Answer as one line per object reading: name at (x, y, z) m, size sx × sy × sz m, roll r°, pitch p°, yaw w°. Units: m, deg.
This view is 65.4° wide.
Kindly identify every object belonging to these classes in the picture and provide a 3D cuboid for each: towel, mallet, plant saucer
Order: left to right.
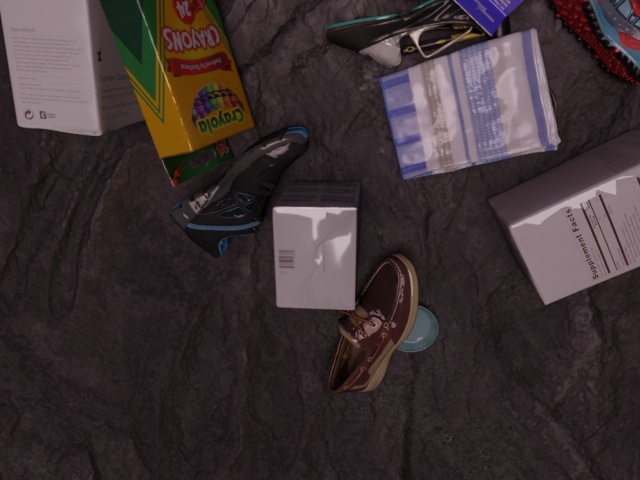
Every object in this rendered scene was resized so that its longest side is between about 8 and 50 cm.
plant saucer at (0.199, 0.191, 1.104) m, size 0.119 × 0.021 × 0.119 m, roll 2°, pitch 110°, yaw 6°
mallet at (0.244, -0.353, 0.896) m, size 0.190 × 0.039 × 0.062 m, roll -16°, pitch 104°, yaw 15°
towel at (0.258, -0.233, 0.890) m, size 0.285 × 0.034 × 0.209 m, roll -10°, pitch 99°, yaw 24°

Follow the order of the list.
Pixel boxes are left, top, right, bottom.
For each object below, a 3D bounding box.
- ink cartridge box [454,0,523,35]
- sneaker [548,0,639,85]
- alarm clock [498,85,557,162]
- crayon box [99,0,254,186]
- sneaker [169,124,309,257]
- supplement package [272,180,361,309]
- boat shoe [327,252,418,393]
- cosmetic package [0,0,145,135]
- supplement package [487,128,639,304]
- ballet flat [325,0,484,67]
ink cartridge box at (0.254, -0.464, 0.787) m, size 0.206 × 0.045 × 0.208 m, roll 38°, pitch 71°, yaw -9°
sneaker at (0.489, -0.391, 0.836) m, size 0.262 × 0.104 × 0.125 m, roll 41°, pitch 96°, yaw -17°
alarm clock at (0.350, -0.250, 0.903) m, size 0.129 × 0.064 × 0.192 m, roll -16°, pitch 102°, yaw 20°
crayon box at (-0.228, -0.277, 0.877) m, size 0.081 × 0.202 × 0.318 m, roll -6°, pitch 112°, yaw 29°
sneaker at (-0.138, -0.096, 0.985) m, size 0.341 × 0.125 × 0.139 m, roll -33°, pitch 102°, yaw 26°
supplement package at (0.000, 0.000, 0.958) m, size 0.149 × 0.203 × 0.194 m, roll 2°, pitch 110°, yaw 5°
boat shoe at (0.096, 0.184, 1.040) m, size 0.123 × 0.123 × 0.342 m, roll -1°, pitch 123°, yaw -36°
cosmetic package at (-0.411, -0.394, 0.851) m, size 0.156 × 0.217 × 0.385 m, roll 6°, pitch 113°, yaw 4°
supplement package at (0.490, -0.046, 0.905) m, size 0.293 × 0.177 × 0.175 m, roll -26°, pitch 106°, yaw 15°
ballet flat at (0.149, -0.356, 0.857) m, size 0.280 × 0.095 × 0.096 m, roll -10°, pitch 104°, yaw 17°
